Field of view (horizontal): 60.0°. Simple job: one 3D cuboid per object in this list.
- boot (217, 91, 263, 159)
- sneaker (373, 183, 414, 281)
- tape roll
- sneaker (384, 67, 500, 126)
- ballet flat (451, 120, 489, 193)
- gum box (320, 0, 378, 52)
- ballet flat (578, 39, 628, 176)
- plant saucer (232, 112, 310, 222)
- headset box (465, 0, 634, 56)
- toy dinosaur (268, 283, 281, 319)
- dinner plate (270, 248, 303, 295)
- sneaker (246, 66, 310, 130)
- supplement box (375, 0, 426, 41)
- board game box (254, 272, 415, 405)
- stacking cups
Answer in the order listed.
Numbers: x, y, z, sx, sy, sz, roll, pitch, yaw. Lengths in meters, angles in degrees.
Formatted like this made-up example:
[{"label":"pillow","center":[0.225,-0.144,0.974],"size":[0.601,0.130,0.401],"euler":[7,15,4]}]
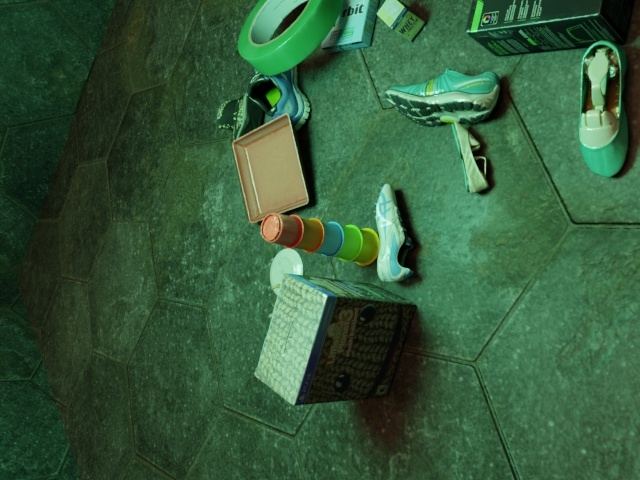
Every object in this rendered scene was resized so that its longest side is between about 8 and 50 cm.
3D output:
[{"label":"boot","center":[-0.265,-0.355,1.782],"size":[0.179,0.085,0.236],"euler":[4,85,50]},{"label":"sneaker","center":[0.171,-0.020,1.277],"size":[0.086,0.085,0.237],"euler":[-8,71,18]},{"label":"tape roll","center":[-0.088,-0.607,1.528],"size":[0.321,0.077,0.321],"euler":[-23,51,31]},{"label":"sneaker","center":[0.270,-0.322,1.234],"size":[0.275,0.107,0.109],"euler":[13,72,41]},{"label":"ballet flat","center":[0.321,-0.180,1.177],"size":[0.053,0.057,0.168],"euler":[-13,75,15]},{"label":"gum box","center":[0.083,-0.612,1.501],"size":[0.157,0.041,0.184],"euler":[10,90,47]},{"label":"ballet flat","center":[0.491,-0.237,0.978],"size":[0.083,0.087,0.247],"euler":[-2,81,45]},{"label":"plant saucer","center":[-0.136,-0.202,1.605],"size":[0.259,0.048,0.258],"euler":[-16,87,43]},{"label":"headset box","center":[0.436,-0.501,1.055],"size":[0.283,0.131,0.246],"euler":[14,92,47]},{"label":"toy dinosaur","center":[-0.067,0.152,1.503],"size":[0.212,0.064,0.112],"euler":[-31,94,39]},{"label":"dinner plate","center":[-0.102,0.091,1.570],"size":[0.141,0.017,0.141],"euler":[-13,71,44]},{"label":"sneaker","center":[-0.144,-0.471,1.630],"size":[0.130,0.147,0.329],"euler":[-45,53,30]},{"label":"supplement box","center":[0.195,-0.539,1.342],"size":[0.056,0.083,0.083],"euler":[-51,50,27]},{"label":"board game box","center":[0.038,0.213,1.205],"size":[0.141,0.291,0.231],"euler":[22,99,46]},{"label":"stacking cups","center":[0.000,0.000,1.268],"size":[0.096,0.316,0.095],"euler":[-9,78,46]}]
